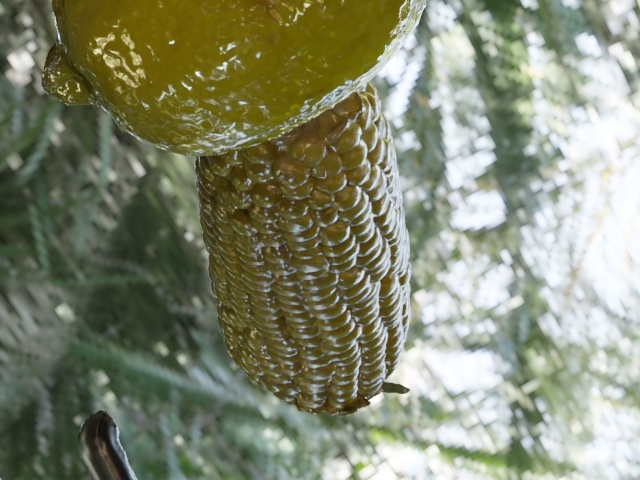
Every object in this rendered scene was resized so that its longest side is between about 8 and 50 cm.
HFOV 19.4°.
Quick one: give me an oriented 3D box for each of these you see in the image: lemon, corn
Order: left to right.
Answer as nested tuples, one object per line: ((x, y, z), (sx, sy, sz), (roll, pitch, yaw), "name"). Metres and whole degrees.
((-0.022, -0.064, 0.476), (0.111, 0.082, 0.082), (-33, -150, 15), "lemon")
((-0.005, -0.001, 0.803), (0.091, 0.260, 0.091), (1, -115, 2), "corn")

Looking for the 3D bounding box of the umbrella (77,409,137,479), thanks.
((-0.108, 0.235, 1.307), (0.071, 0.248, 0.071), (-31, -171, 6), "umbrella")
